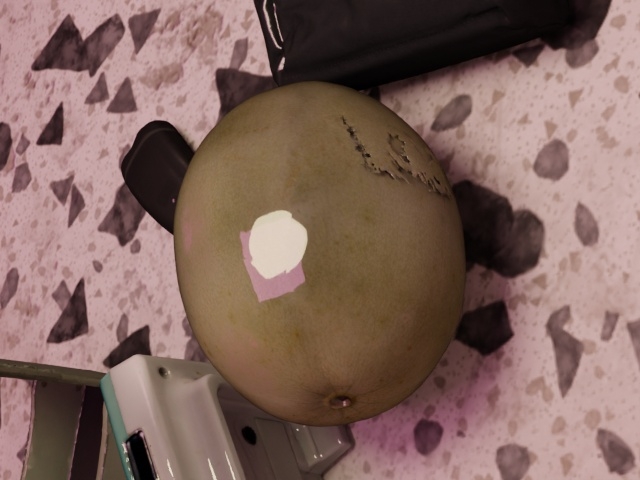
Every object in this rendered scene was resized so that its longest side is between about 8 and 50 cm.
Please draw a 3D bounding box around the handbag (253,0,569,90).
[{"bbox_3d":[0.075,-0.296,1.364,0.302,0.178,0.275,-13,87,41],"label":"handbag"}]

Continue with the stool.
[{"bbox_3d":[-0.315,0.253,1.518,0.170,0.270,0.243,5,83,43],"label":"stool"}]

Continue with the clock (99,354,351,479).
[{"bbox_3d":[-0.063,0.229,1.326,0.116,0.231,0.262,-39,56,24],"label":"clock"}]

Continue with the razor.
[{"bbox_3d":[-0.169,-0.067,1.610,0.148,0.054,0.090,47,115,39],"label":"razor"}]

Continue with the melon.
[{"bbox_3d":[0.000,0.000,1.296,0.268,0.268,0.330,-32,48,33],"label":"melon"}]
